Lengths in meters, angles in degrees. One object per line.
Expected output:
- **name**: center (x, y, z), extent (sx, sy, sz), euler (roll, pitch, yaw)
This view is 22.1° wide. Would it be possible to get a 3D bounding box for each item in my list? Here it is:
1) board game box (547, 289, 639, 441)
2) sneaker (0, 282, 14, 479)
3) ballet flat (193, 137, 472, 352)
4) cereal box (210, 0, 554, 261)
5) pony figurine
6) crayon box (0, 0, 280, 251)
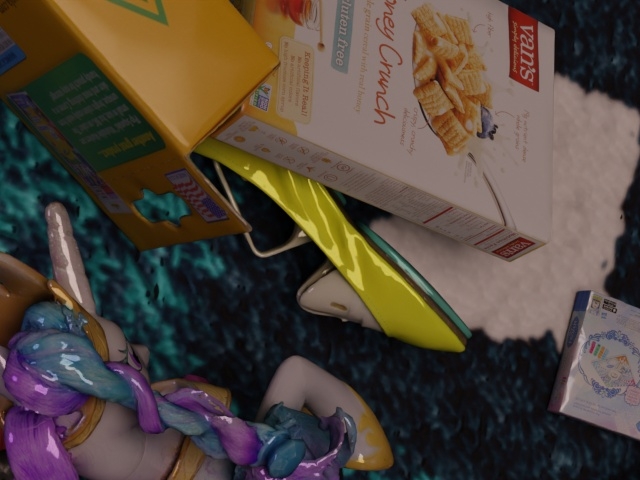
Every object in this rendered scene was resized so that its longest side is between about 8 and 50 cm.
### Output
- **board game box**: center (0.213, 0.091, 1.168), extent (0.090, 0.020, 0.090), euler (21, 78, -21)
- **sneaker**: center (-0.266, 0.080, 0.924), extent (0.276, 0.097, 0.135), euler (-7, 89, -25)
- **ballet flat**: center (0.000, 0.000, 1.063), extent (0.077, 0.077, 0.231), euler (-40, 99, -1)
- **cereal box**: center (0.048, -0.104, 1.054), extent (0.240, 0.047, 0.173), euler (21, 59, -28)
- **pony figurine**: center (-0.090, 0.194, 0.866), extent (0.363, 0.302, 0.351), euler (35, 62, -55)
- **crayon box**: center (-0.154, -0.141, 0.928), extent (0.083, 0.203, 0.323), euler (-46, 104, -19)
